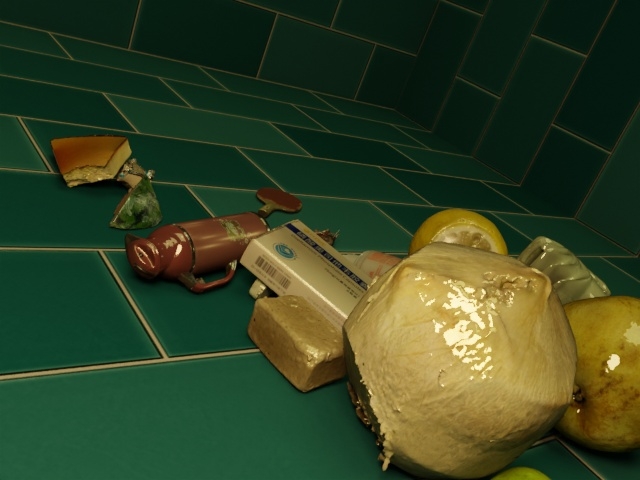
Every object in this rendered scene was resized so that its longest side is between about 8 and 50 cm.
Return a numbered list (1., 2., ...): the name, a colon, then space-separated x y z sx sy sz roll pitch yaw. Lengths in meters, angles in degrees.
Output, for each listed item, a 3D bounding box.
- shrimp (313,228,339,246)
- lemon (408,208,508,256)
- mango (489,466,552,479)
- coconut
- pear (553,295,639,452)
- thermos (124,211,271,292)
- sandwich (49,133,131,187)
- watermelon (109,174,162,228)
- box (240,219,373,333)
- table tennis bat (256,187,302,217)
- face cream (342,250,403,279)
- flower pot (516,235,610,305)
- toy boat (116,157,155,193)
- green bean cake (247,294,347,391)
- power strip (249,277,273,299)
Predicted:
1. shrimp: 0.000 0.000 1.589 0.065 0.056 0.165 24 19 22
2. lemon: 0.327 0.045 1.559 0.240 0.240 0.219 22 2 0
3. mango: 0.287 0.395 0.928 0.163 0.089 0.117 -14 48 -37
4. coconut: 0.211 0.164 0.982 0.346 0.360 0.346 26 26 -14
5. pear: 0.542 0.256 1.223 0.304 0.304 0.304 19 22 -8
6. thermos: -0.238 0.026 1.268 0.109 0.136 0.330 -3 6 35
7. sandwich: -0.548 -0.177 1.452 0.193 0.058 0.162 1 38 11
8. watermelon: -0.399 -0.063 1.386 0.101 0.080 0.155 54 14 -15
9. box: 0.024 0.101 1.291 0.343 0.065 0.200 39 26 11
10. table tennis bat: -0.122 -0.103 1.760 0.131 0.022 0.234 24 21 5
11. face cream: 0.126 0.074 1.451 0.101 0.101 0.252 0 12 -42
12. flower pot: 0.642 0.129 1.685 0.254 0.164 0.367 39 17 3
13. toy boat: -0.454 -0.163 1.545 0.084 0.066 0.210 23 8 -29
14. green bean cake: -0.037 0.174 1.121 0.109 0.085 0.179 0 30 -44
15. power strip: -0.091 0.081 1.332 0.030 0.047 0.191 31 24 15
